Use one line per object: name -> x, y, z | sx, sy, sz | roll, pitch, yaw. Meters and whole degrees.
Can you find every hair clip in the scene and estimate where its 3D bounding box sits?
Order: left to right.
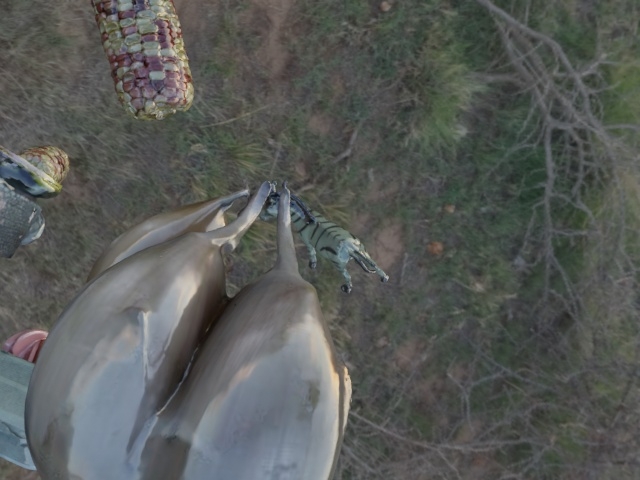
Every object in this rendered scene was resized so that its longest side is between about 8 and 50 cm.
hair clip -> -0.448, 0.193, 0.869 | 0.102, 0.138, 0.123 | 3, 146, -1

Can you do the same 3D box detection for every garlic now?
garlic -> -0.089, 0.101, 0.446 | 0.210, 0.237, 0.292 | 21, 110, -3

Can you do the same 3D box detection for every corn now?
corn -> -0.522, -0.138, 1.150 | 0.086, 0.253, 0.086 | -3, 102, -14
corn -> -0.228, -0.288, 0.727 | 0.098, 0.098, 0.290 | -18, 96, -28

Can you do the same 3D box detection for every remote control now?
remote control -> -0.352, 0.172, 0.666 | 0.104, 0.247, 0.052 | -53, 157, -55

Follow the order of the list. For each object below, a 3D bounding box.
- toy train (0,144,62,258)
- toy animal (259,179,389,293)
toy train -> -0.366, -0.066, 0.553 | 0.134, 0.177, 0.261 | -55, 165, -10
toy animal -> 0.003, -0.004, 1.014 | 0.073, 0.217, 0.176 | -49, 140, -16
